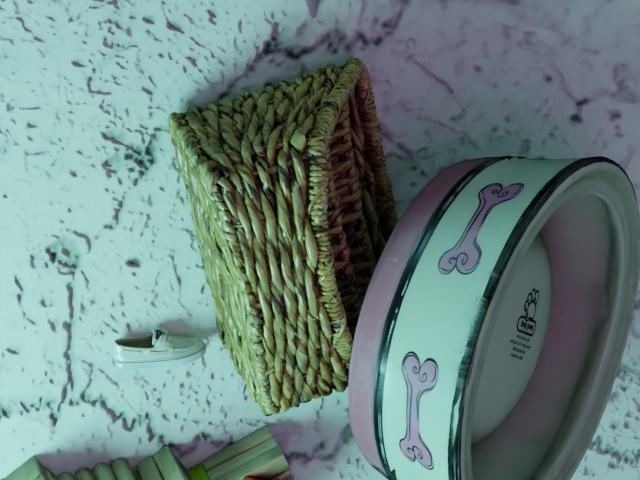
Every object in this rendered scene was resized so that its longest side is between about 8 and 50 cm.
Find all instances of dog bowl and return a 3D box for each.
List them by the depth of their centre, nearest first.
[{"bbox_3d":[0.175,0.096,1.951,0.408,0.150,0.408,-36,135,-48],"label":"dog bowl"}]

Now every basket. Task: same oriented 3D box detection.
[{"bbox_3d":[0.000,0.000,1.905,0.223,0.213,0.299,-17,118,-11],"label":"basket"}]

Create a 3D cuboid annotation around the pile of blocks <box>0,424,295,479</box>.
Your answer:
[{"bbox_3d":[-0.179,0.304,2.037,0.362,0.112,0.149,-5,115,-17],"label":"pile of blocks"}]

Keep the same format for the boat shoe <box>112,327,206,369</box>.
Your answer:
[{"bbox_3d":[-0.169,0.110,1.998,0.100,0.035,0.035,-5,118,-11],"label":"boat shoe"}]
